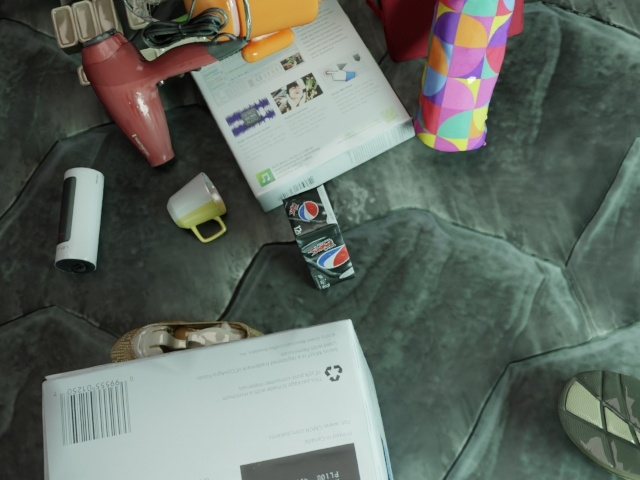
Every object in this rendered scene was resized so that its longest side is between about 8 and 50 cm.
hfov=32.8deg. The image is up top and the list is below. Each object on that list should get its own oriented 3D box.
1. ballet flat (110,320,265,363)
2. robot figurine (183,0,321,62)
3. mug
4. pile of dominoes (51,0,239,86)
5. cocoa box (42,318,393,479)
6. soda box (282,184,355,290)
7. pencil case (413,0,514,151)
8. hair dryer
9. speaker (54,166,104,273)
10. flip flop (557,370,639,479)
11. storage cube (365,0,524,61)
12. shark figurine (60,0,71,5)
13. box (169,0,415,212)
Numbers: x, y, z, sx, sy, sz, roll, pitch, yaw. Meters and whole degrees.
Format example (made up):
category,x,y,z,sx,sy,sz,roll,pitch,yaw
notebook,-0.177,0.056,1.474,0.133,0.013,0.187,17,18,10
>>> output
category,x,y,z,sx,sy,sz,roll,pitch,yaw
ballet flat,-0.169,0.126,1.352,0.206,0.067,0.073,-5,67,8
robot figurine,-0.085,-0.330,1.425,0.219,0.158,0.128,-15,59,-9
mug,-0.164,-0.042,1.431,0.064,0.062,0.078,-30,58,4
pile of dominoes,-0.247,-0.329,1.511,0.251,0.040,0.196,-14,86,2
cocoa box,-0.099,0.256,1.194,0.347,0.228,0.231,-12,65,4
soda box,0.000,0.000,1.323,0.053,0.169,0.060,-21,65,1
pencil case,0.180,-0.225,1.355,0.104,0.236,0.104,5,35,-4
hair dryer,-0.214,-0.222,1.406,0.224,0.293,0.080,28,41,18
speaker,-0.321,-0.026,1.452,0.055,0.055,0.136,-3,67,8
flip flop,0.392,0.236,1.211,0.277,0.080,0.112,21,66,2
storage cube,0.159,-0.381,1.451,0.215,0.193,0.183,-12,65,3
shark figurine,-0.398,-0.377,1.566,0.278,0.166,0.116,-15,75,4
box,-0.046,-0.223,1.492,0.232,0.058,0.322,-27,66,-3
